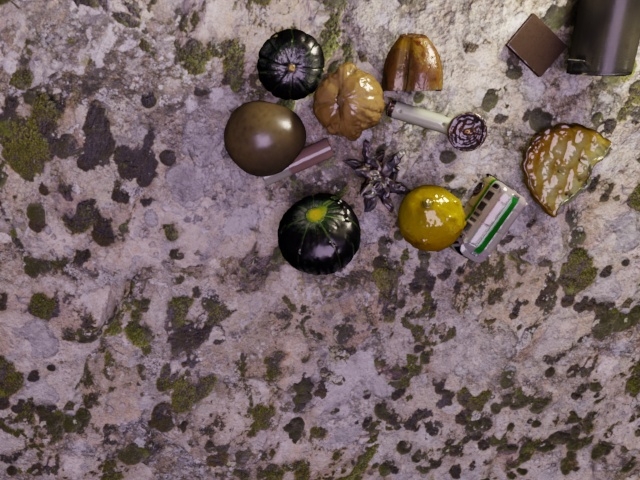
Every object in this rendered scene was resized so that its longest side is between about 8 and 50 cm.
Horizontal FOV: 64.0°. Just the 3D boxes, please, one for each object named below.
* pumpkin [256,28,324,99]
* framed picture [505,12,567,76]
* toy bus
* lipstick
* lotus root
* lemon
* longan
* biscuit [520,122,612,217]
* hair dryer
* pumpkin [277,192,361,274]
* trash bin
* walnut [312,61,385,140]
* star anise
[{"bbox_3d":[-0.093,-0.557,1.628,0.220,0.162,0.221,-1,115,-2],"label":"pumpkin"},{"bbox_3d":[0.727,-0.657,1.727,0.168,0.023,0.128,36,104,-15],"label":"framed picture"},{"bbox_3d":[0.592,-0.066,1.843,0.143,0.179,0.305,29,105,-14],"label":"toy bus"},{"bbox_3d":[-0.081,-0.273,1.776,0.254,0.070,0.070,-24,110,4],"label":"lipstick"},{"bbox_3d":[0.294,-0.564,1.634,0.188,0.199,0.180,-5,115,-10],"label":"lotus root"},{"bbox_3d":[0.385,-0.075,1.790,0.233,0.234,0.288,-26,149,5],"label":"lemon"},{"bbox_3d":[-0.181,-0.334,1.658,0.258,0.258,0.258,-1,110,-4],"label":"longan"},{"bbox_3d":[0.895,-0.270,1.853,0.335,0.078,0.329,-21,107,3],"label":"biscuit"},{"bbox_3d":[0.377,-0.403,1.725,0.362,0.203,0.128,19,108,9],"label":"hair dryer"},{"bbox_3d":[0.000,0.000,1.786,0.295,0.296,0.296,-1,110,-4],"label":"pumpkin"},{"bbox_3d":[0.921,-0.686,1.638,0.252,0.203,0.302,-7,111,-22],"label":"trash bin"},{"bbox_3d":[0.093,-0.443,1.641,0.224,0.257,0.257,-1,111,17],"label":"walnut"},{"bbox_3d":[0.204,-0.216,1.799,0.212,0.129,0.283,-23,115,-14],"label":"star anise"}]
